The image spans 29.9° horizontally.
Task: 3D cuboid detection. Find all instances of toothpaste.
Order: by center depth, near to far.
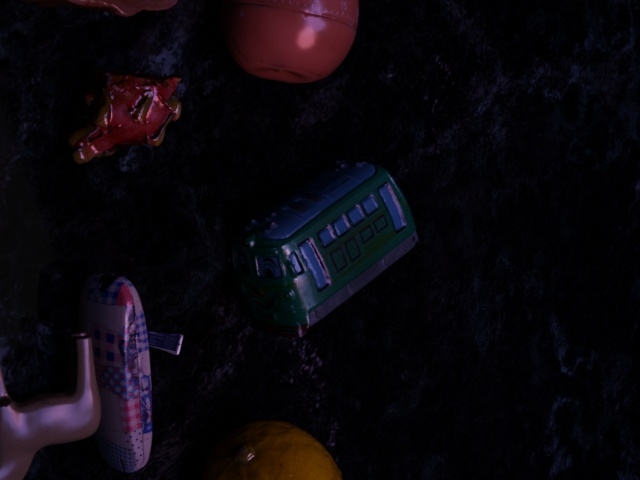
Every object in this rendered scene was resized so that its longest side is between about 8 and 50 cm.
[{"bbox_3d":[-0.285,0.164,2.002,0.140,0.021,0.037,19,84,-47],"label":"toothpaste"}]

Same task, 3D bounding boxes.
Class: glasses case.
[{"bbox_3d":[-0.324,0.210,1.897,0.076,0.125,0.327,-15,109,-42],"label":"glasses case"}]

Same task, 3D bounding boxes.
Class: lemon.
[{"bbox_3d":[-0.078,0.452,2.112,0.245,0.245,0.320,-53,138,-23],"label":"lemon"}]

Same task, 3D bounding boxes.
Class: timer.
[{"bbox_3d":[-0.051,-0.376,1.969,0.230,0.230,0.215,12,84,-46],"label":"timer"}]

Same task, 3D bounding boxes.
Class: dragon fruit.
[{"bbox_3d":[-0.306,-0.197,1.835,0.208,0.133,0.150,-45,102,-9],"label":"dragon fruit"}]

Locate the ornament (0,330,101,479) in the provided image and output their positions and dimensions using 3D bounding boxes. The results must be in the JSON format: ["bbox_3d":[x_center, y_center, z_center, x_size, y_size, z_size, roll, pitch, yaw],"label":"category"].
[{"bbox_3d":[-0.447,0.278,1.821,0.230,0.061,0.244,-10,103,-26],"label":"ornament"}]

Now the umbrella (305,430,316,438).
[{"bbox_3d":[-0.037,0.430,2.302,0.036,0.031,0.133,12,91,-19],"label":"umbrella"}]

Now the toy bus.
[{"bbox_3d":[0.000,0.000,2.136,0.343,0.183,0.199,-37,120,-35],"label":"toy bus"}]

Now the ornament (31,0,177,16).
[{"bbox_3d":[-0.331,-0.415,1.688,0.221,0.218,0.235,41,70,-42],"label":"ornament"}]
